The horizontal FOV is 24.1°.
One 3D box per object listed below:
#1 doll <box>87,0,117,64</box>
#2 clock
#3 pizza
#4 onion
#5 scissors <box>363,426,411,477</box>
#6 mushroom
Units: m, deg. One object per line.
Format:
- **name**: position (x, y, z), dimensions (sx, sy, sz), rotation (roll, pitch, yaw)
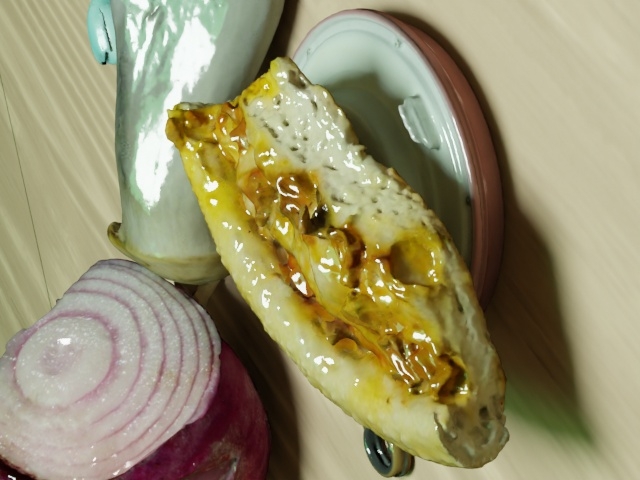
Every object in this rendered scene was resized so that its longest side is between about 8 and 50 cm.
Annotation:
- **doll**: position (-0.186, -0.237, 1.307), dimensions (0.159, 0.059, 0.159), rotation (-44, 64, 59)
- **clock**: position (0.035, -0.032, 0.991), dimensions (0.244, 0.056, 0.244), rotation (33, 129, 53)
- **pizza**: position (0.000, 0.000, 0.929), dimensions (0.365, 0.074, 0.182), rotation (54, 152, 33)
- **onion**: position (-0.155, 0.165, 1.255), dimensions (0.256, 0.272, 0.230), rotation (60, 173, 40)
- **scissors**: position (0.009, 0.084, 1.123), dimensions (0.220, 0.017, 0.088), rotation (48, 140, 44)
- **mushroom**: position (-0.098, -0.120, 1.117), dimensions (0.159, 0.122, 0.329), rotation (-142, 53, -62)
